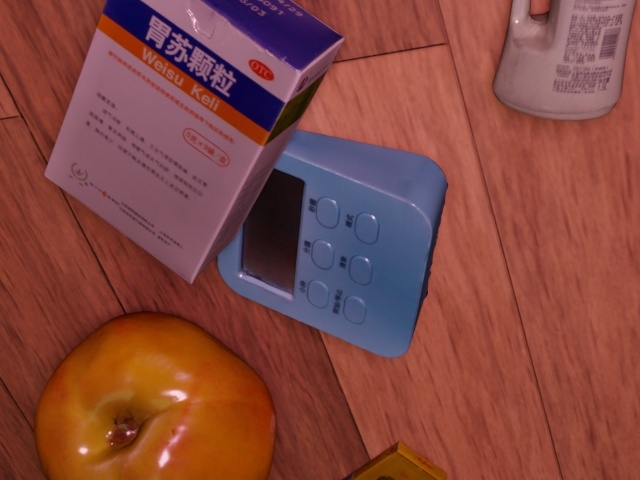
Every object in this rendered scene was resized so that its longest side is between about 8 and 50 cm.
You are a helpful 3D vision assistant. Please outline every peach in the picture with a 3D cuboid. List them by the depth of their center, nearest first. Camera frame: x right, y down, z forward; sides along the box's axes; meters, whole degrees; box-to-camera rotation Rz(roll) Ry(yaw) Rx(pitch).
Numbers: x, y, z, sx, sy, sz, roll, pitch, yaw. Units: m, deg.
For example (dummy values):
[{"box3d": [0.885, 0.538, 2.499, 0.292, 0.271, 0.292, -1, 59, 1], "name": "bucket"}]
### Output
[{"box3d": [-0.197, 0.243, 1.343, 0.289, 0.289, 0.308, 2, 167, 15], "name": "peach"}]

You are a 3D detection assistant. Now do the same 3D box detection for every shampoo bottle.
[{"box3d": [0.222, -0.225, 0.948, 0.118, 0.087, 0.234, 9, 129, 9], "name": "shampoo bottle"}]

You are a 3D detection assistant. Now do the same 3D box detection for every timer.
[{"box3d": [0.000, 0.000, 1.198, 0.250, 0.091, 0.231, 14, 131, 11], "name": "timer"}]

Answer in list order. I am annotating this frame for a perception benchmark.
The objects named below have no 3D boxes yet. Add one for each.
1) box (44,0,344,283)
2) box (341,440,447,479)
[{"box3d": [-0.135, -0.129, 1.090, 0.200, 0.106, 0.299, 36, 130, 5], "name": "box"}, {"box3d": [0.090, 0.334, 1.482, 0.087, 0.023, 0.155, 39, 128, -12], "name": "box"}]
